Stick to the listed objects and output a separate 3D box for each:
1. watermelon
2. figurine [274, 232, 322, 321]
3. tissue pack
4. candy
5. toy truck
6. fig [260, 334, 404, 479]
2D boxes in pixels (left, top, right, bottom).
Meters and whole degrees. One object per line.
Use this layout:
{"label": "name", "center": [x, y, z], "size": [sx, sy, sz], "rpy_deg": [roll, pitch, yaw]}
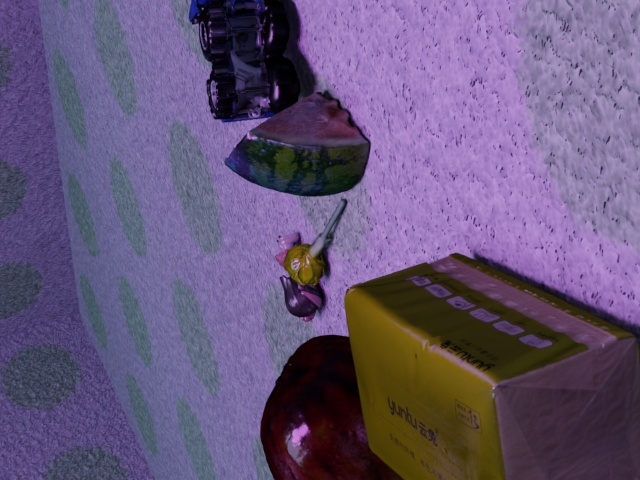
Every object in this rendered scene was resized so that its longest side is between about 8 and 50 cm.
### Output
{"label": "watermelon", "center": [-0.050, -0.101, 1.364], "size": [0.128, 0.146, 0.231], "rpy_deg": [70, 157, 6]}
{"label": "figurine", "center": [-0.038, 0.056, 1.586], "size": [0.072, 0.054, 0.129], "rpy_deg": [124, 127, -69]}
{"label": "tissue pack", "center": [0.158, 0.151, 1.021], "size": [0.274, 0.167, 0.200], "rpy_deg": [28, 132, 60]}
{"label": "candy", "center": [0.000, 0.000, 1.470], "size": [0.194, 0.062, 0.058], "rpy_deg": [-58, 8, 52]}
{"label": "toy truck", "center": [-0.102, -0.261, 1.399], "size": [0.126, 0.113, 0.208], "rpy_deg": [-176, 79, -74]}
{"label": "fig", "center": [0.026, 0.250, 1.375], "size": [0.224, 0.223, 0.263], "rpy_deg": [134, 119, -66]}
